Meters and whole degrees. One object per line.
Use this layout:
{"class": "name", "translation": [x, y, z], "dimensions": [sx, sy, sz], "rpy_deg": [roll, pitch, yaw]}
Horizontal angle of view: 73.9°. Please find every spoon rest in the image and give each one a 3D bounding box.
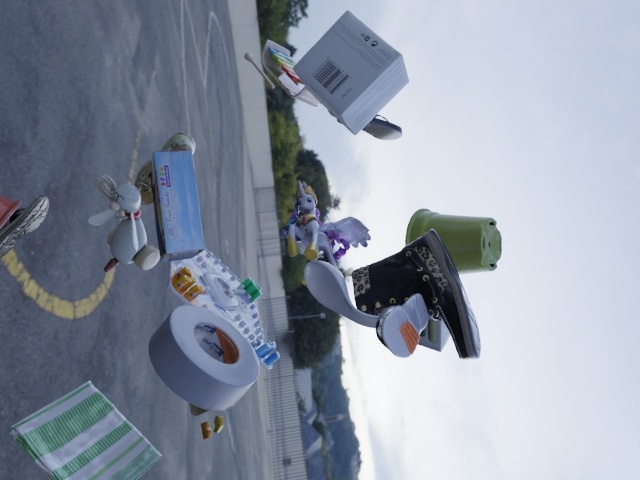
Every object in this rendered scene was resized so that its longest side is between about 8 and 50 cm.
{"class": "spoon rest", "translation": [0.062, 0.141, 1.072], "dimensions": [0.276, 0.084, 0.137], "rpy_deg": [25, -49, 28]}

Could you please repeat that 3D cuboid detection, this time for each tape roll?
{"class": "tape roll", "translation": [-0.229, 0.231, 0.859], "dimensions": [0.219, 0.072, 0.219], "rpy_deg": [39, 10, -8]}

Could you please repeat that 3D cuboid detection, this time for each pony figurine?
{"class": "pony figurine", "translation": [0.000, 0.000, 1.524], "dimensions": [0.351, 0.302, 0.363], "rpy_deg": [53, 26, -41]}

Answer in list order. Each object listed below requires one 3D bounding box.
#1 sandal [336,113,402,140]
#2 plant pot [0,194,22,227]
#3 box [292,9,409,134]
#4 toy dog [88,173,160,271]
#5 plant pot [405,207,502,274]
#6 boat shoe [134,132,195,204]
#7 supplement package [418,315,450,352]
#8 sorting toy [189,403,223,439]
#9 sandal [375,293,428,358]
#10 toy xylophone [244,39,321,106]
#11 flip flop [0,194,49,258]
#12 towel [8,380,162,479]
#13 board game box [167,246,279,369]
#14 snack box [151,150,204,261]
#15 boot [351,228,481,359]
{"class": "sandal", "translation": [0.174, -0.395, 1.411], "dimensions": [0.097, 0.254, 0.054], "rpy_deg": [-12, -111, 58]}
{"class": "plant pot", "translation": [-0.844, -0.050, 0.883], "dimensions": [0.265, 0.272, 0.272], "rpy_deg": [40, 19, -32]}
{"class": "box", "translation": [0.071, -0.376, 0.967], "dimensions": [0.181, 0.182, 0.119], "rpy_deg": [49, 8, 19]}
{"class": "toy dog", "translation": [-0.612, -0.018, 1.294], "dimensions": [0.161, 0.220, 0.334], "rpy_deg": [-51, 148, -39]}
{"class": "plant pot", "translation": [0.475, 0.014, 1.482], "dimensions": [0.254, 0.276, 0.276], "rpy_deg": [-3, -84, 43]}
{"class": "boat shoe", "translation": [-0.491, -0.207, 1.318], "dimensions": [0.285, 0.104, 0.089], "rpy_deg": [-47, -143, 22]}
{"class": "supplement package", "translation": [0.434, 0.269, 1.733], "dimensions": [0.198, 0.199, 0.263], "rpy_deg": [-41, 132, -42]}
{"class": "sorting toy", "translation": [-0.449, 0.619, 1.709], "dimensions": [0.041, 0.229, 0.307], "rpy_deg": [20, 46, -55]}
{"class": "sandal", "translation": [0.178, 0.194, 0.964], "dimensions": [0.265, 0.076, 0.102], "rpy_deg": [-16, 86, -60]}
{"class": "toy xylophone", "translation": [-0.112, -0.571, 1.455], "dimensions": [0.323, 0.236, 0.081], "rpy_deg": [49, -61, 23]}
{"class": "flip flop", "translation": [-0.976, -0.043, 1.339], "dimensions": [0.277, 0.080, 0.112], "rpy_deg": [-55, -176, -21]}
{"class": "towel", "translation": [-0.641, 0.562, 1.177], "dimensions": [0.038, 0.325, 0.248], "rpy_deg": [-58, 167, 27]}
{"class": "board game box", "translation": [-0.280, 0.139, 1.243], "dimensions": [0.390, 0.050, 0.390], "rpy_deg": [49, 5, -31]}
{"class": "snack box", "translation": [-0.272, -0.053, 0.793], "dimensions": [0.207, 0.070, 0.174], "rpy_deg": [161, -79, -67]}
{"class": "boot", "translation": [0.250, 0.174, 1.162], "dimensions": [0.138, 0.284, 0.377], "rpy_deg": [42, 30, -52]}
